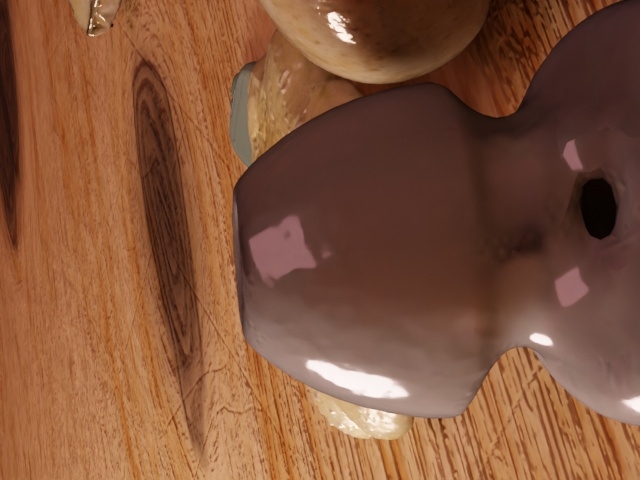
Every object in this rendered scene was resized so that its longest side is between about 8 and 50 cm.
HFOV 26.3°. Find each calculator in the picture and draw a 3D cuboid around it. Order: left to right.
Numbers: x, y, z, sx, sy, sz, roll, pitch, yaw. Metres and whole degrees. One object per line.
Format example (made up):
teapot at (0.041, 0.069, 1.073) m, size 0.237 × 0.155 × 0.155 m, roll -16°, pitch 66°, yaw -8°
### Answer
calculator at (-0.056, -0.111, 1.245) m, size 0.153 × 0.021 × 0.095 m, roll 46°, pitch 131°, yaw 54°

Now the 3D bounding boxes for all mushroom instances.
mushroom at (0.039, -0.211, 0.866) m, size 0.189 × 0.195 × 0.254 m, roll 63°, pitch -173°, yaw -64°

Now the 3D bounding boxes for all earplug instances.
earplug at (0.096, -0.005, 0.703) m, size 0.325 × 0.175 × 0.214 m, roll -12°, pitch 76°, yaw 36°

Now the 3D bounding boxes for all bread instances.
bread at (0.000, 0.000, 0.993) m, size 0.316 × 0.054 × 0.316 m, roll 169°, pitch 90°, yaw -76°

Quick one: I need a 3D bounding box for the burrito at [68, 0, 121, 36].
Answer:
burrito at (-0.266, -0.428, 1.644) m, size 0.175 × 0.107 × 0.348 m, roll 35°, pitch 125°, yaw 44°
